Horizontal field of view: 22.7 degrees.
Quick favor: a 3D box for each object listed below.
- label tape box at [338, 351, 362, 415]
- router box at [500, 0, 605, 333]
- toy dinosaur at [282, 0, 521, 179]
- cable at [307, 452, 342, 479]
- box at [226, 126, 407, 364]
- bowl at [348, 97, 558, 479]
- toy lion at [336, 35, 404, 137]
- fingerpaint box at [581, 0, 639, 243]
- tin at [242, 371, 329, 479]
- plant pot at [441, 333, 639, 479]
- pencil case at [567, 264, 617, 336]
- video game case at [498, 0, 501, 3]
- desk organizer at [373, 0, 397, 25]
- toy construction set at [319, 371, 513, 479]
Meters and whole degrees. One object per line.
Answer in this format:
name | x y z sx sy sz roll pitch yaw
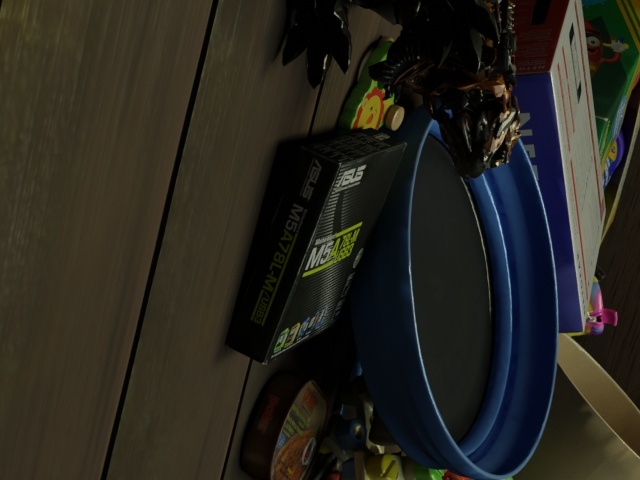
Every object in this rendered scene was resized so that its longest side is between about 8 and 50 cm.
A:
label tape box | 0.145 0.086 1.908 0.348 0.115 0.249 -16 124 -74
router box | 0.271 -0.107 1.900 0.301 0.082 0.335 -63 146 -58
toy dinosaur | 0.079 -0.201 1.239 0.164 0.322 0.218 -27 -174 33
cable | -0.010 0.280 1.661 0.287 0.072 0.139 31 73 -75
box | 0.000 0.000 1.366 0.184 0.045 0.191 -67 166 15
bowl | 0.139 0.048 1.613 0.391 0.077 0.391 21 66 -59
toy lion | 0.045 -0.127 1.444 0.096 0.034 0.100 -35 142 -54
fingerpaint box | 0.353 -0.114 2.314 0.371 0.163 0.444 -55 159 -47
tin | -0.032 0.187 1.538 0.106 0.040 0.189 -64 164 -13
plant pot | 0.255 0.282 1.983 0.274 0.256 0.256 -42 171 14
pencil case | 0.272 0.097 2.150 0.104 0.236 0.104 170 -90 -81
video game case | 0.195 -0.408 1.574 0.244 0.061 0.269 64 46 -68
desk organizer | 0.070 -0.251 1.324 0.047 0.050 0.130 29 96 -41
toy construction set | 0.122 0.248 1.744 0.327 0.151 0.215 58 35 -44
